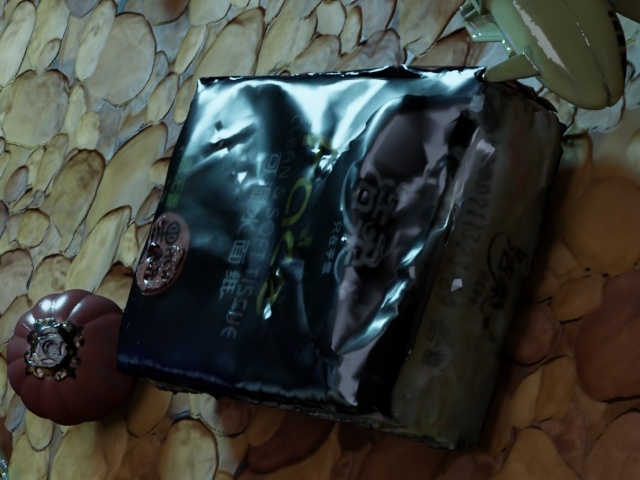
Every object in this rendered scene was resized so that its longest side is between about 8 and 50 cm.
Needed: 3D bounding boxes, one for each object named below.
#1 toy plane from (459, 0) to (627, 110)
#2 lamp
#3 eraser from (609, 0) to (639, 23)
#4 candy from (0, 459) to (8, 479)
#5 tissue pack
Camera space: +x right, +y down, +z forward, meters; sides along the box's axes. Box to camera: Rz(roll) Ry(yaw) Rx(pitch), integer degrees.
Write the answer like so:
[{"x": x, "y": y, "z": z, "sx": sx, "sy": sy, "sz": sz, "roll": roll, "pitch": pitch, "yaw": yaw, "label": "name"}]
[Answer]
[{"x": 0.113, "y": -0.170, "z": 1.191, "sx": 0.229, "sy": 0.092, "sz": 0.244, "roll": 91, "pitch": 165, "yaw": -55, "label": "toy plane"}, {"x": -0.193, "y": 0.091, "z": 1.549, "sx": 0.107, "sy": 0.092, "sz": 0.107, "roll": -3, "pitch": 78, "yaw": 15, "label": "lamp"}, {"x": 0.175, "y": -0.252, "z": 1.287, "sx": 0.130, "sy": 0.086, "sz": 0.287, "roll": -59, "pitch": 37, "yaw": 21, "label": "eraser"}, {"x": -0.316, "y": 0.182, "z": 1.688, "sx": 0.182, "sy": 0.046, "sz": 0.053, "roll": 18, "pitch": 87, "yaw": 51, "label": "candy"}, {"x": 0.000, "y": 0.000, "z": 1.335, "sx": 0.332, "sy": 0.123, "sz": 0.245, "roll": 6, "pitch": 78, "yaw": 52, "label": "tissue pack"}]
